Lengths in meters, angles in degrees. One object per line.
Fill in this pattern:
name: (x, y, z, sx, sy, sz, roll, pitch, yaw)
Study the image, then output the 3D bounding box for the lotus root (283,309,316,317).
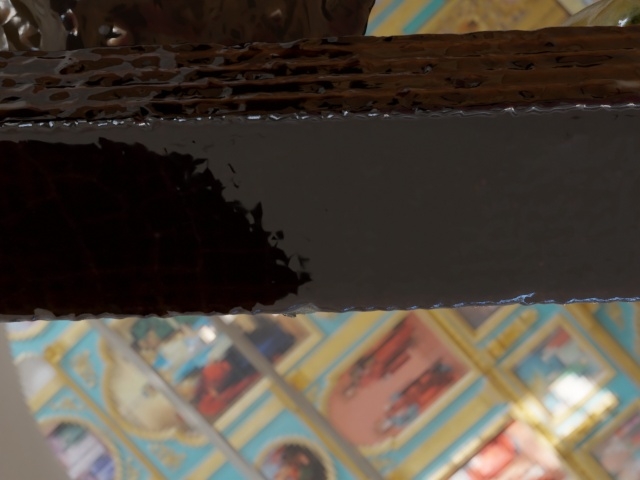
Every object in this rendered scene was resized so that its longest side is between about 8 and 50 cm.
lotus root: (0.003, 0.002, 1.138, 0.070, 0.143, 0.144, 17, -140, 7)

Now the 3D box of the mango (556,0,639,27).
mango: (0.292, -0.144, 1.304, 0.317, 0.211, 0.173, 111, 153, -80)

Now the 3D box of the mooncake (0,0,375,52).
mooncake: (-0.122, -0.178, 0.974, 0.187, 0.324, 0.324, -4, 145, 48)

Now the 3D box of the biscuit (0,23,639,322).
biscuit: (-0.029, -0.026, 0.641, 0.073, 0.388, 0.107, -89, -3, -57)
